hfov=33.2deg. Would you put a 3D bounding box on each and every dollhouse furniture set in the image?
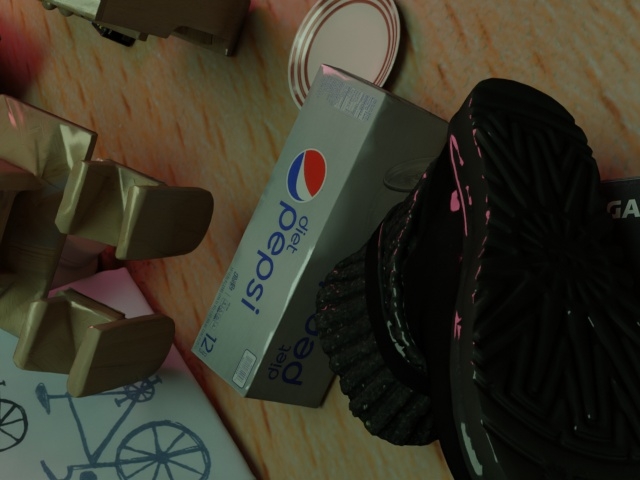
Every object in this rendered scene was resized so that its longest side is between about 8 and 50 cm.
[{"bbox_3d":[-0.259,-0.104,1.085,0.362,0.256,0.394,23,101,19],"label":"dollhouse furniture set"}]

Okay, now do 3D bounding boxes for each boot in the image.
[{"bbox_3d":[0.092,0.085,0.735,0.260,0.131,0.348,-54,20,42],"label":"boot"}]

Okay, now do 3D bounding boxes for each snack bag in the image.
[{"bbox_3d":[-0.275,0.184,1.018,0.323,0.342,0.037,51,149,36],"label":"snack bag"}]

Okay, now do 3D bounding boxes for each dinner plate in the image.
[{"bbox_3d":[0.024,-0.179,1.029,0.141,0.017,0.141,-13,70,39],"label":"dinner plate"}]

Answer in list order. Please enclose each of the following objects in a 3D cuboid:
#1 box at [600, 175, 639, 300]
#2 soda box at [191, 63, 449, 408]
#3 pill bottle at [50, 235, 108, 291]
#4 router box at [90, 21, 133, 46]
[{"bbox_3d":[0.284,0.097,0.683,0.295,0.073,0.294,-3,77,41],"label":"box"},{"bbox_3d":[0.000,0.000,0.946,0.091,0.098,0.286,33,100,44],"label":"soda box"},{"bbox_3d":[-0.337,0.033,1.229,0.215,0.117,0.117,-37,56,29],"label":"pill bottle"},{"bbox_3d":[-0.227,-0.341,1.280,0.179,0.046,0.133,-55,49,17],"label":"router box"}]
